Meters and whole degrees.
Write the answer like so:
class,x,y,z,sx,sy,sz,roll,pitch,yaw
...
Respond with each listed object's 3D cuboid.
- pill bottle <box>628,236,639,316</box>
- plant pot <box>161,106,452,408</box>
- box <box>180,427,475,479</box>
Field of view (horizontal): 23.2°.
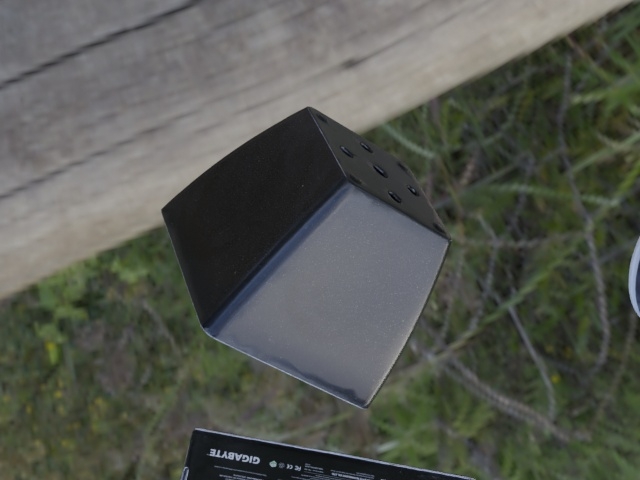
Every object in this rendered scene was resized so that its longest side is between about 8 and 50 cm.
class,x,y,z,sx,sy,sz,roll,pitch,yaw
pill bottle,0.316,0.039,1.091,0.103,0.184,0.103,-17,117,-37
plant pot,0.000,0.000,1.341,0.187,0.188,0.167,29,110,-33
box,-0.007,0.353,1.652,0.322,0.257,0.079,9,152,2
